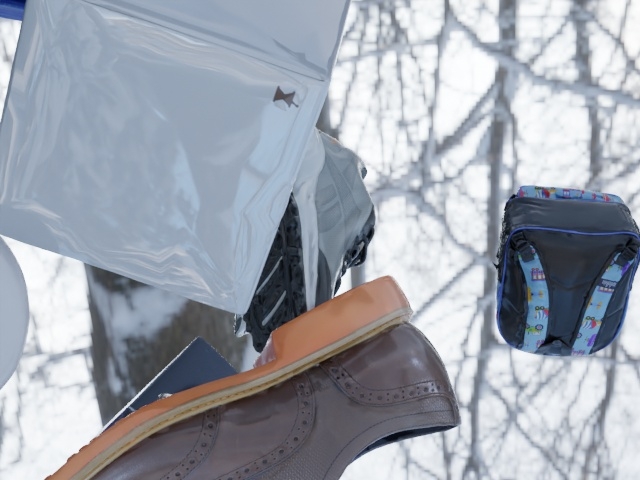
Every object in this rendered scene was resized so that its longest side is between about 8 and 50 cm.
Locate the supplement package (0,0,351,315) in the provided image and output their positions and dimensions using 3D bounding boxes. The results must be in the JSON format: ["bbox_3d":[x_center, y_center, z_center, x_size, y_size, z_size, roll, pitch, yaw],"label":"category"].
[{"bbox_3d":[-0.083,-0.125,0.880,0.175,0.178,0.293,19,-147,-5],"label":"supplement package"}]

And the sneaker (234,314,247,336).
[{"bbox_3d":[-0.043,0.070,1.404,0.071,0.068,0.170,5,177,16],"label":"sneaker"}]

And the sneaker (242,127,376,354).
[{"bbox_3d":[0.000,0.000,1.115,0.108,0.100,0.272,23,-140,-18],"label":"sneaker"}]

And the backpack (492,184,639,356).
[{"bbox_3d":[0.269,0.040,1.502,0.158,0.173,0.117,3,-147,-1],"label":"backpack"}]

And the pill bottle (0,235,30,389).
[{"bbox_3d":[-0.305,0.043,0.874,0.229,0.131,0.131,1,-151,43],"label":"pill bottle"}]

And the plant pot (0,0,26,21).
[{"bbox_3d":[-0.341,-0.395,1.498,0.235,0.236,0.212,9,-149,-4],"label":"plant pot"}]

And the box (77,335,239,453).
[{"bbox_3d":[-0.188,0.230,1.533,0.108,0.207,0.153,45,-142,-1],"label":"box"}]

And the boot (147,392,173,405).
[{"bbox_3d":[-0.131,0.283,1.176,0.096,0.281,0.264,13,180,1],"label":"boot"}]

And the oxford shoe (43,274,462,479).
[{"bbox_3d":[-0.068,0.165,0.915,0.363,0.130,0.133,-31,-100,-11],"label":"oxford shoe"}]
